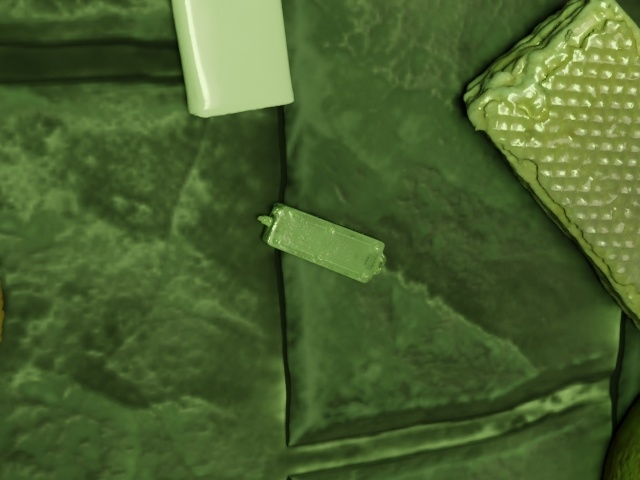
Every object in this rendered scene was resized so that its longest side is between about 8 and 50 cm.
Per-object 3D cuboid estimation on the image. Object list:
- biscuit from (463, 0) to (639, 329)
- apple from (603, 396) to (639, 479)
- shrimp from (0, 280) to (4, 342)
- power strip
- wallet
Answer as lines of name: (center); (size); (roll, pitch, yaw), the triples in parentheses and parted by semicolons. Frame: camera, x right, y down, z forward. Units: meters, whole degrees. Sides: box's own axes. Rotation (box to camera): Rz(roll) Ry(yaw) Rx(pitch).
biscuit: (0.192, -0.033, 0.661); (0.108, 0.062, 0.239); (-40, 111, 8)
apple: (0.309, 0.120, 0.680); (0.264, 0.193, 0.120); (-26, 98, -10)
shrimp: (-0.229, 0.068, 0.543); (0.145, 0.061, 0.267); (-14, 104, -26)
power strip: (0.000, 0.000, 0.629); (0.083, 0.017, 0.027); (22, 92, -23)
wallet: (-0.051, -0.131, 0.580); (0.061, 0.025, 0.122); (-11, 104, -15)
